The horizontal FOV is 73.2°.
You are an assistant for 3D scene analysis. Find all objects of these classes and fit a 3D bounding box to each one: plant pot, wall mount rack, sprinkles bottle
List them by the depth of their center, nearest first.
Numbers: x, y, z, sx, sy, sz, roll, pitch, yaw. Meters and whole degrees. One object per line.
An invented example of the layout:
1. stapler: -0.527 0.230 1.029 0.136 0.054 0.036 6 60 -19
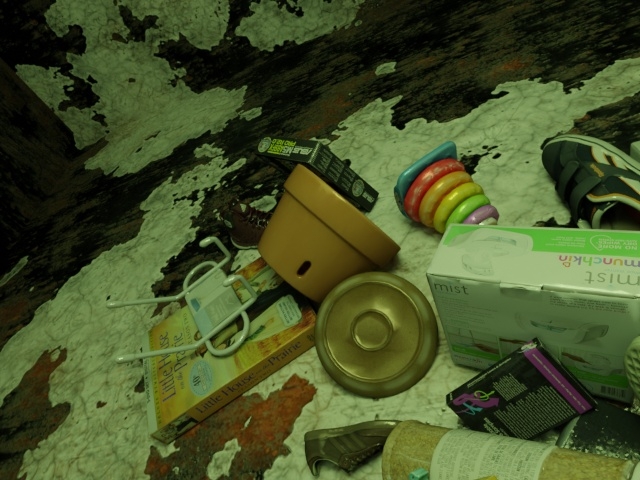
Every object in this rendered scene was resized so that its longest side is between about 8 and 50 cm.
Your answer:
1. sprinkles bottle: 0.238 0.297 0.510 0.356 0.121 0.121 -16 39 49
2. plant pot: 0.097 0.169 0.804 0.237 0.032 0.235 -5 70 15
3. plant pot: 0.000 0.000 0.950 0.203 0.291 0.291 -50 40 5
4. wall mount rack: -0.319 0.146 1.002 0.304 0.130 0.350 -38 38 -8

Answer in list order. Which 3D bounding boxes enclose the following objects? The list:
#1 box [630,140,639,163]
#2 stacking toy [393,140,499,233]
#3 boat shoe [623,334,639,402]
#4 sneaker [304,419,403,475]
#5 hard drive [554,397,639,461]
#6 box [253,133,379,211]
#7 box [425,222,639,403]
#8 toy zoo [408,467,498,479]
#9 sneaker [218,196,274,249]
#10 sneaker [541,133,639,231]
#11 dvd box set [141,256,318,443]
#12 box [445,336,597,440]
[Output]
1. box: 0.652 -0.140 0.796 0.101 0.087 0.101 -19 41 16
2. stacking toy: 0.308 -0.048 0.902 0.166 0.175 0.301 -36 54 -4
3. boat shoe: 0.547 0.243 0.383 0.156 0.186 0.500 -40 54 -18
4. sneaker: 0.062 0.346 0.718 0.189 0.066 0.071 -20 58 23
5. hard drive: 0.365 0.330 0.533 0.172 0.054 0.254 16 60 42
6. box: -0.008 -0.172 1.109 0.216 0.270 0.060 21 83 43
7. box: 0.320 0.102 0.646 0.262 0.231 0.126 4 44 37
8. toy zoo: 0.181 0.392 0.459 0.192 0.030 0.293 -57 49 34
9. sneaker: -0.167 -0.050 1.171 0.282 0.162 0.106 -4 48 30
10. sneaker: 0.518 -0.094 0.807 0.128 0.126 0.321 -30 41 -5
11. dvd box set: -0.220 0.221 1.011 0.421 0.062 0.307 -33 39 -1
12. box: 0.279 0.226 0.613 0.162 0.116 0.029 -42 4 20
